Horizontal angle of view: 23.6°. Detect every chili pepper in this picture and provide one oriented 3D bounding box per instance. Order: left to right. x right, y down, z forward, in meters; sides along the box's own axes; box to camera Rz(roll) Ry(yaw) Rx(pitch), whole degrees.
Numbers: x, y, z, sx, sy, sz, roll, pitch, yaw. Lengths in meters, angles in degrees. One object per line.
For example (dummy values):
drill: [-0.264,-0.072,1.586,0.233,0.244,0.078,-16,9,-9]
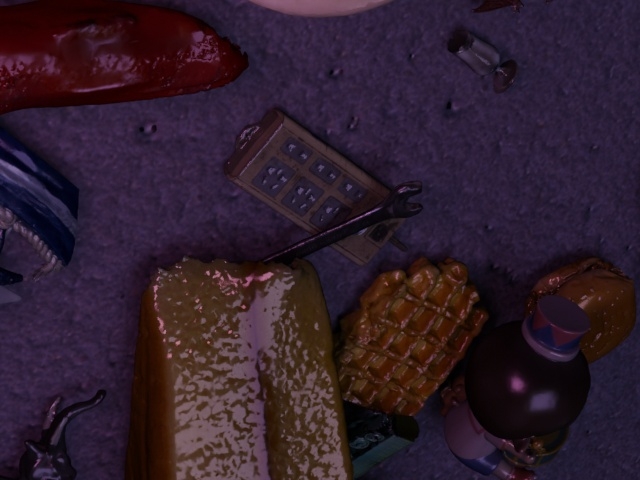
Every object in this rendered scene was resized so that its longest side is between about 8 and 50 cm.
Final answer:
chili pepper: [-0.249,-0.168,1.409,0.388,0.110,0.110,-7,123,-23]

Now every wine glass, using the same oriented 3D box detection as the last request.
wine glass: [0.174,-0.195,1.655,0.083,0.039,0.042,29,96,-36]

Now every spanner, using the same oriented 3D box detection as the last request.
spanner: [0.000,0.000,1.663,0.255,0.015,0.054,-25,137,10]

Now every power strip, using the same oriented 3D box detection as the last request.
power strip: [0.011,-0.047,1.670,0.268,0.034,0.092,34,101,-39]

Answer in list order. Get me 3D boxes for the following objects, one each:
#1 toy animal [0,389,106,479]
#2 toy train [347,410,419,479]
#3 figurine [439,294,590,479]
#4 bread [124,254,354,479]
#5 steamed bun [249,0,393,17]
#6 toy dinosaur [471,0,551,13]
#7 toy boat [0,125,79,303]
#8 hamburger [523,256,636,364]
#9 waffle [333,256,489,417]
toy animal: [-0.332,0.276,1.678,0.137,0.082,0.269,6,113,-34]
toy train: [0.053,0.246,1.844,0.071,0.038,0.148,17,142,-30]
figurine: [0.243,0.179,1.821,0.158,0.161,0.275,-7,151,-15]
bread: [-0.104,0.180,1.729,0.233,0.245,0.361,-6,97,-20]
steamed bun: [-0.025,-0.430,1.191,0.290,0.371,0.455,3,117,-11]
toy dinosaur: [0.248,-0.304,1.628,0.220,0.032,0.108,-33,127,-7]
toy boat: [-0.343,0.024,1.487,0.210,0.070,0.291,10,104,-36]
hamburger: [0.320,0.090,1.893,0.147,0.083,0.138,-27,129,-14]
waffle: [0.102,0.106,1.806,0.160,0.055,0.211,25,108,-38]
